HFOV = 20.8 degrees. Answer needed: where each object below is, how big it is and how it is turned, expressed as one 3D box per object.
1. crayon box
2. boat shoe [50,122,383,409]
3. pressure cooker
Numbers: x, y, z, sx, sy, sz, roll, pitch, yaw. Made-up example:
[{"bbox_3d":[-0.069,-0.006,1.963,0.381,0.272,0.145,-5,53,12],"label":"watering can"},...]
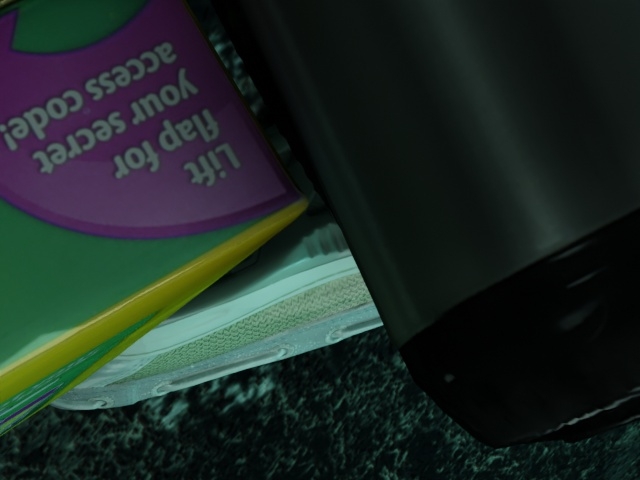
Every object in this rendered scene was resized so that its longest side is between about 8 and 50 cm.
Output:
[{"bbox_3d":[-0.219,0.068,0.569,0.363,0.106,0.313,-31,177,-24],"label":"crayon box"},{"bbox_3d":[0.000,0.002,0.896,0.320,0.118,0.103,-20,149,-30],"label":"boat shoe"},{"bbox_3d":[0.121,-0.190,0.520,0.376,0.420,0.370,-24,174,-5],"label":"pressure cooker"}]
